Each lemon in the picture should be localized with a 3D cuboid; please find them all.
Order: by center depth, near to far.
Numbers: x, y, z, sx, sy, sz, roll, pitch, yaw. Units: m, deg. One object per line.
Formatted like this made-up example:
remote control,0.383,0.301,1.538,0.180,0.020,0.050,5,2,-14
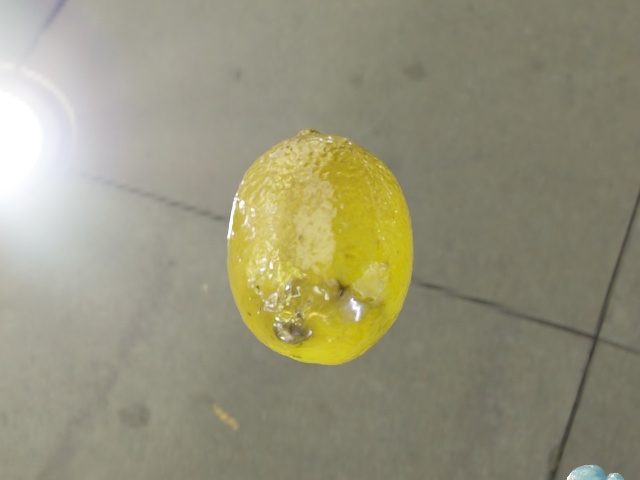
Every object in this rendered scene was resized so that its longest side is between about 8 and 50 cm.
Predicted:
lemon,0.000,0.000,0.684,0.082,0.082,0.111,2,58,-2

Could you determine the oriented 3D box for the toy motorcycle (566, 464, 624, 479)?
toy motorcycle,0.237,0.214,1.078,0.272,0.182,0.124,2,79,-16
